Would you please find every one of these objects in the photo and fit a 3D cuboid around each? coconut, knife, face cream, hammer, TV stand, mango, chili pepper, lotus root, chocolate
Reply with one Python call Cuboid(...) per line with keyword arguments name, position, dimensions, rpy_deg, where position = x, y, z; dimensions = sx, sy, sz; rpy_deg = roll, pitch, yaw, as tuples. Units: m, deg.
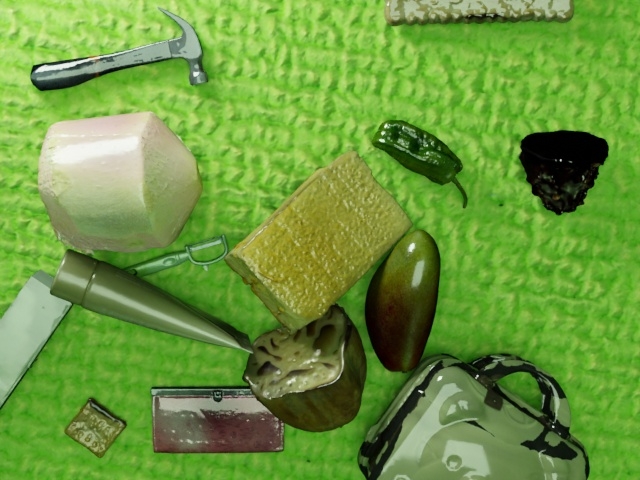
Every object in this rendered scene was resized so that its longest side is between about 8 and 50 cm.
Cuboid(name="coconut", position=(-0.312, -0.090, 1.862), dimensions=(0.245, 0.233, 0.233), rpy_deg=(-1, 98, 5))
Cuboid(name="knife", position=(-0.258, 0.043, 1.977), dimensions=(0.212, 0.015, 0.054), rpy_deg=(-17, 106, -1))
Cuboid(name="face cream", position=(-0.273, 0.112, 1.911), dimensions=(0.341, 0.137, 0.084), rpy_deg=(22, 94, -10))
Cuboid(name="hammer", position=(-0.341, -0.302, 1.911), dimensions=(0.290, 0.037, 0.137), rpy_deg=(-11, 99, -1))
Cuboid(name="TV stand", position=(-0.521, 0.184, 1.953), dimensions=(0.088, 0.083, 0.269), rpy_deg=(36, 96, -5))
Cuboid(name="mango", position=(0.135, 0.103, 1.932), dimensions=(0.111, 0.133, 0.267), rpy_deg=(-1, 121, -19))
Cuboid(name="chili pepper", position=(0.186, -0.138, 1.945), dimensions=(0.204, 0.073, 0.072), rpy_deg=(31, 82, -8))
Cuboid(name="lotus root", position=(-0.005, 0.227, 1.956), dimensions=(0.188, 0.199, 0.180), rpy_deg=(-12, 137, 23))
Cuboid(name="chocolate", position=(0.409, -0.103, 1.935), dimensions=(0.156, 0.156, 0.133), rpy_deg=(-6, 116, -2))

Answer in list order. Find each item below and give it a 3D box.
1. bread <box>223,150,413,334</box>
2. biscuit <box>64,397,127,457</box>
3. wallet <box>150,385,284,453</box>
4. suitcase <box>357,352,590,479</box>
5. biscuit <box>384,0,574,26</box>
Cuboid(name="bread", position=(0.000, 0.000, 1.901), dimensions=(0.275, 0.114, 0.184), rpy_deg=(-44, 102, -16))
Cuboid(name="biscuit", position=(-0.392, 0.327, 2.009), dimensions=(0.083, 0.018, 0.081), rpy_deg=(36, 95, -6))
Cuboid(name="wallet", position=(-0.178, 0.314, 2.014), dimensions=(0.232, 0.025, 0.119), rpy_deg=(0, 99, -2))
Cuboid(name="suitcase", position=(0.274, 0.352, 1.955), dimensions=(0.352, 0.194, 0.339), rpy_deg=(35, 93, -7))
Cuboid(name="biscuit", position=(0.263, -0.464, 1.911), dimensions=(0.325, 0.044, 0.217), rpy_deg=(-3, 99, -2))
